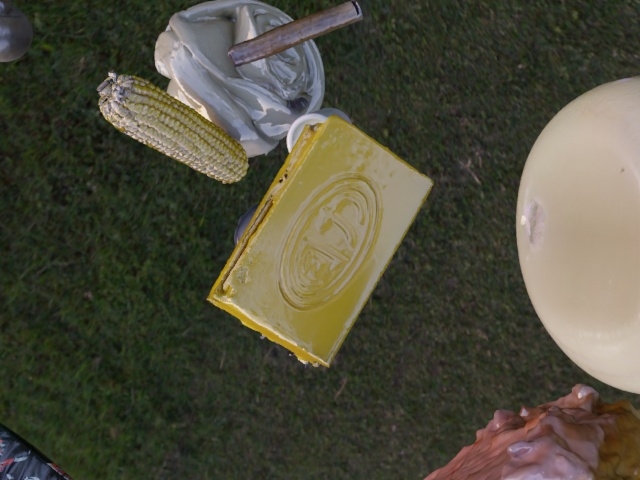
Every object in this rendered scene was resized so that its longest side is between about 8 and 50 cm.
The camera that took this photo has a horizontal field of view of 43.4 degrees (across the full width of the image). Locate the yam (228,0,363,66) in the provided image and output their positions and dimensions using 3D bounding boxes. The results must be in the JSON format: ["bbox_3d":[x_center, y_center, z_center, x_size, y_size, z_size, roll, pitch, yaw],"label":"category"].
[{"bbox_3d":[-0.048,-0.383,1.490,0.264,0.046,0.046,-22,117,-7],"label":"yam"}]

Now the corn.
[{"bbox_3d":[-0.269,-0.206,1.496,0.318,0.115,0.115,28,117,-31],"label":"corn"}]

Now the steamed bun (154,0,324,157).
[{"bbox_3d":[-0.144,-0.340,1.673,0.255,0.368,0.342,-6,109,43],"label":"steamed bun"}]

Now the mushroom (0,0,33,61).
[{"bbox_3d":[-0.676,-0.440,1.699,0.117,0.188,0.141,33,115,5],"label":"mushroom"}]

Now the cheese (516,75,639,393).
[{"bbox_3d":[0.148,0.002,0.307,0.065,0.227,0.137,-6,97,-12],"label":"cheese"}]

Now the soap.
[{"bbox_3d":[0.000,0.001,1.155,0.204,0.096,0.324,32,77,-9],"label":"soap"}]

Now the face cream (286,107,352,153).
[{"bbox_3d":[0.010,-0.190,1.433,0.092,0.311,0.092,2,103,8],"label":"face cream"}]

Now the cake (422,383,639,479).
[{"bbox_3d":[0.229,0.331,0.814,0.307,0.314,0.293,-44,76,32],"label":"cake"}]

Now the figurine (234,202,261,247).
[{"bbox_3d":[-0.069,0.023,1.828,0.265,0.175,0.197,24,156,-20],"label":"figurine"}]

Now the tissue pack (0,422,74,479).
[{"bbox_3d":[-0.395,0.311,1.042,0.170,0.090,0.103,40,146,-7],"label":"tissue pack"}]
